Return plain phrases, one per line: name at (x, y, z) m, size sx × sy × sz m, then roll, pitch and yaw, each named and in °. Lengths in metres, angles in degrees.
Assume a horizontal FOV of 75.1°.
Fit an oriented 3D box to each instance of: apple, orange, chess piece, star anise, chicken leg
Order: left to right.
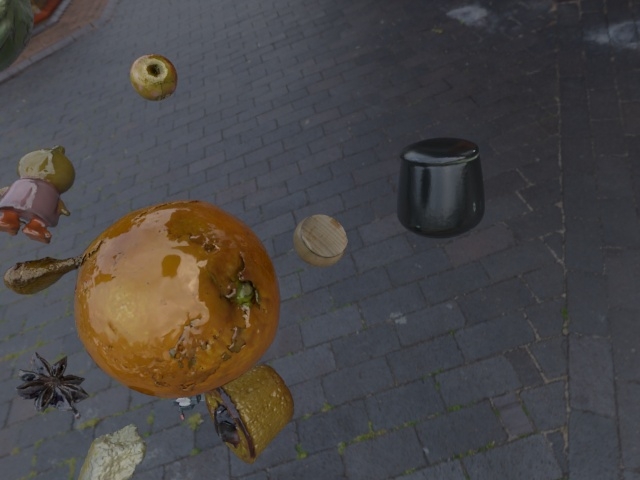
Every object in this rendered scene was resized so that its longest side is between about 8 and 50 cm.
star anise at (-0.796, 0.447, 1.243) m, size 0.262 × 0.230 × 0.081 m, roll 43°, pitch 89°, yaw 19°
chicken leg at (-0.727, 0.076, 1.151) m, size 0.252 × 0.107 × 0.087 m, roll -21°, pitch 85°, yaw -18°
apple at (-0.525, -0.512, 1.312) m, size 0.147 × 0.146 × 0.146 m, roll -10°, pitch 48°, yaw 12°
orange at (-0.174, 0.070, 0.527) m, size 0.246 × 0.246 × 0.246 m, roll -10°, pitch 48°, yaw 12°
chess piece at (0.000, 0.000, 0.633) m, size 0.084 × 0.038 × 0.083 m, roll 10°, pitch 57°, yaw -15°

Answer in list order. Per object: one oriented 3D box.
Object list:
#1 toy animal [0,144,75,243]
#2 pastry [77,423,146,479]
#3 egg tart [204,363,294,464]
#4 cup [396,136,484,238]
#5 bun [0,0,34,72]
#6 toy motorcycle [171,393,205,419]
toy animal at (-0.799, -0.151, 1.182) m, size 0.169 × 0.196 × 0.281 m, roll -35°, pitch 41°, yaw 50°
pastry at (-0.412, 0.478, 0.774) m, size 0.122 × 0.089 × 0.258 m, roll 10°, pitch 78°, yaw 44°
egg tart at (-0.173, 0.395, 0.983) m, size 0.171 × 0.215 × 0.215 m, roll -25°, pitch 41°, yaw -37°
cup at (0.225, -0.117, 0.838) m, size 0.170 × 0.176 × 0.223 m, roll -15°, pitch 28°, yaw -7°
bun at (-0.569, -0.369, 0.615) m, size 0.187 × 0.293 × 0.293 m, roll 26°, pitch 63°, yaw 29°
toy motorcycle at (-0.417, 0.488, 1.387) m, size 0.102 × 0.150 × 0.221 m, roll -2°, pitch 10°, yaw 4°
